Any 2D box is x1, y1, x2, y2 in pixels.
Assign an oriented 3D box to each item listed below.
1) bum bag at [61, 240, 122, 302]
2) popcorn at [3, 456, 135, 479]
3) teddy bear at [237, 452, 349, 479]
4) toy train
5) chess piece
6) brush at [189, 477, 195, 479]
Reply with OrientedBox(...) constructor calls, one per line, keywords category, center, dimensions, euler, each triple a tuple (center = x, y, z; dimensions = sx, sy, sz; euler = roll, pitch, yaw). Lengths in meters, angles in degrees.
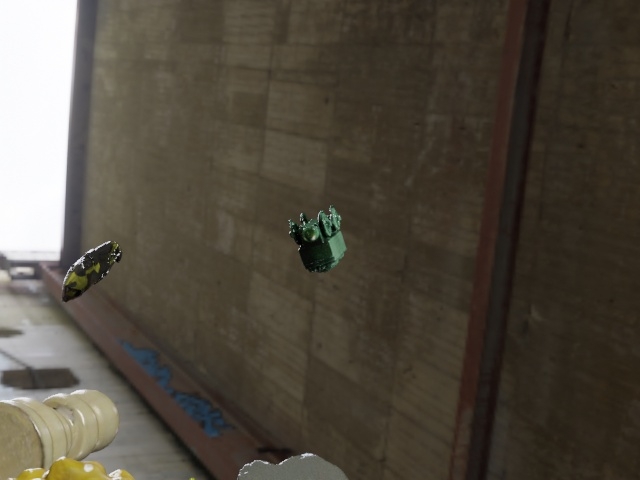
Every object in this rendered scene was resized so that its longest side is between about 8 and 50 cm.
OrientedBox(category="bum bag", center=(-0.489, 0.067, 2.016), dimensions=(0.106, 0.060, 0.232), euler=(-57, 179, 16))
OrientedBox(category="popcorn", center=(-0.328, 0.451, 1.202), dimensions=(0.382, 0.349, 0.349), euler=(138, -51, -70))
OrientedBox(category="teddy bear", center=(-0.003, 0.389, 1.132), dimensions=(0.171, 0.144, 0.251), euler=(18, -50, 52))
OrientedBox(category="toy train", center=(0.000, 0.000, 1.555), dimensions=(0.172, 0.070, 0.099), euler=(-38, 111, -79))
OrientedBox(category="chess piece", center=(-0.484, 0.350, 1.755), dimensions=(0.167, 0.300, 0.167), euler=(0, -89, 19))
OrientedBox(category="brush", center=(-0.251, 0.531, 2.013), dimensions=(0.083, 0.019, 0.021), euler=(53, -26, -8))
